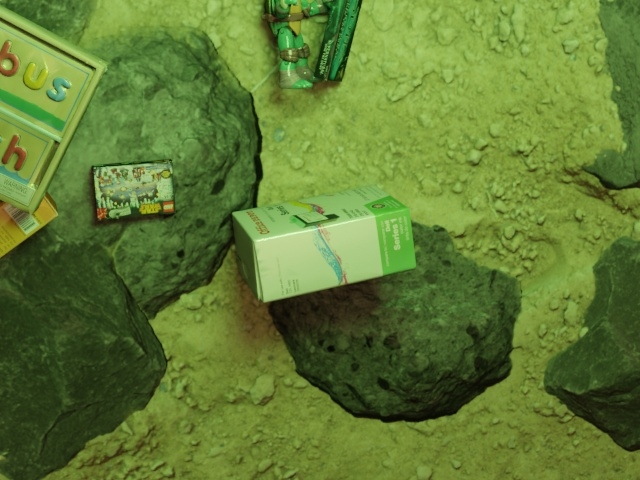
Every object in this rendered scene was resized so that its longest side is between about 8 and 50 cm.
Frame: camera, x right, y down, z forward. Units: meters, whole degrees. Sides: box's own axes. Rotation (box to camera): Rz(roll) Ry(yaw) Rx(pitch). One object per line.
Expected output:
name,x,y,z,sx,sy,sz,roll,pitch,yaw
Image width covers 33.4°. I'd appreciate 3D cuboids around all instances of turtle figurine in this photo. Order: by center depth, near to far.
turtle figurine,-0.039,-0.379,1.791,0.175,0.118,0.234,-27,120,-52

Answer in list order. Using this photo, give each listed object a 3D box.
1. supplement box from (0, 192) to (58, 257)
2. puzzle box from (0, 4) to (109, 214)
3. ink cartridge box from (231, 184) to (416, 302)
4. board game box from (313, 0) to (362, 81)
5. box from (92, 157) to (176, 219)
supplement box,-0.551,-0.010,1.764,0.233,0.078,0.080,-35,114,-4
puzzle box,-0.567,-0.250,1.644,0.408,0.052,0.272,27,102,-9
ink cartridge box,0.000,0.000,1.860,0.278,0.201,0.117,-12,108,-12
board game box,0.036,-0.363,1.808,0.026,0.126,0.186,17,101,11
box,-0.321,-0.088,1.835,0.137,0.027,0.094,-7,108,-15
